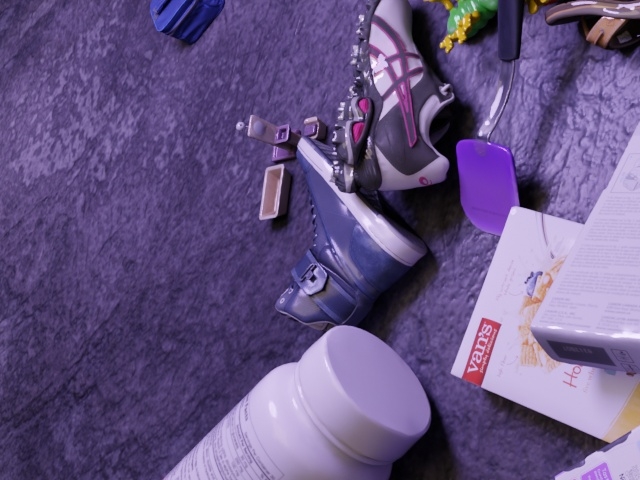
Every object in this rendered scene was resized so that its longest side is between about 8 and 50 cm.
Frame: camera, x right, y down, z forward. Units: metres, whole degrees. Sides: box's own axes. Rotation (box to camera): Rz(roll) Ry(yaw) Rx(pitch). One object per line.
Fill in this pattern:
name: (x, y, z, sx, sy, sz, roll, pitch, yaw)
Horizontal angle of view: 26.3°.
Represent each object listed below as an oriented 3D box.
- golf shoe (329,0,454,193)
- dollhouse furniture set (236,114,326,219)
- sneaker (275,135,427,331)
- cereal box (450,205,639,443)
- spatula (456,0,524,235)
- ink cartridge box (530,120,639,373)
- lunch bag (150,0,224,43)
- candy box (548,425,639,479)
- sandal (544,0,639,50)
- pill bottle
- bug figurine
golf shoe: (0.084, -0.155, 1.443, 0.120, 0.105, 0.272, 6, 54, 6)
dollhouse furniture set: (-0.056, -0.088, 1.570, 0.091, 0.081, 0.114, -9, 68, 47)
sneaker: (-0.001, 0.000, 1.469, 0.163, 0.086, 0.226, -52, 44, 17)
cereal box: (0.234, 0.076, 1.201, 0.240, 0.047, 0.173, 19, 88, 50)
spatula: (0.172, -0.151, 1.314, 0.084, 0.030, 0.296, 16, 104, 51)
ink cartridge box: (0.299, 0.003, 1.106, 0.189, 0.066, 0.232, 4, 50, 48)
lunch bag: (-0.184, -0.313, 1.820, 0.098, 0.065, 0.067, -47, 45, 25)
candy box: (0.250, 0.211, 1.037, 0.196, 0.165, 0.070, -40, 49, 32)
sandal: (0.279, -0.198, 1.258, 0.180, 0.072, 0.049, 10, 104, 46)
pill bottle: (-0.031, 0.223, 1.356, 0.283, 0.160, 0.160, -46, 45, 26)
bug figurine: (0.186, -0.321, 1.400, 0.216, 0.072, 0.279, -38, 54, 41)
